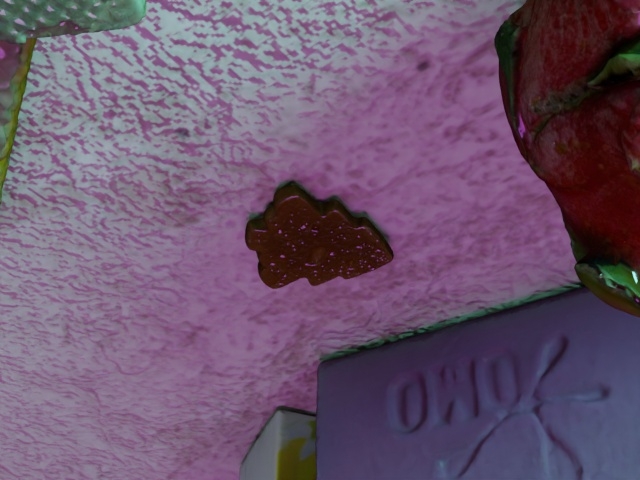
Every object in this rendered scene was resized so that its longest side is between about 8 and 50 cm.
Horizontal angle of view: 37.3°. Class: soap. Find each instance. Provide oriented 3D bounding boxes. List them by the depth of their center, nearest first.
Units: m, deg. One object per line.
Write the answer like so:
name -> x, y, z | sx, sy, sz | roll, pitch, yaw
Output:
soap -> 0.122, 0.134, 0.606 | 0.259, 0.181, 0.081 | -17, 135, 20

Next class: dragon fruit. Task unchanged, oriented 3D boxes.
dragon fruit -> 0.200, -0.061, 0.378 | 0.269, 0.198, 0.200 | 6, -179, -4

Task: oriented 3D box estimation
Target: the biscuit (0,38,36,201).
biscuit -> -0.162, -0.120, 0.411 | 0.094, 0.054, 0.379 | 15, 136, -17

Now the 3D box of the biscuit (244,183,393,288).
biscuit -> 0.000, 0.000, 0.576 | 0.092, 0.016, 0.082 | 5, 133, -7

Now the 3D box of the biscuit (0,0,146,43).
biscuit -> -0.135, -0.151, 0.305 | 0.121, 0.041, 0.199 | -3, 139, 6

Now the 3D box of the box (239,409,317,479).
box -> 0.066, 0.260, 0.734 | 0.260, 0.195, 0.111 | 12, 137, -15
